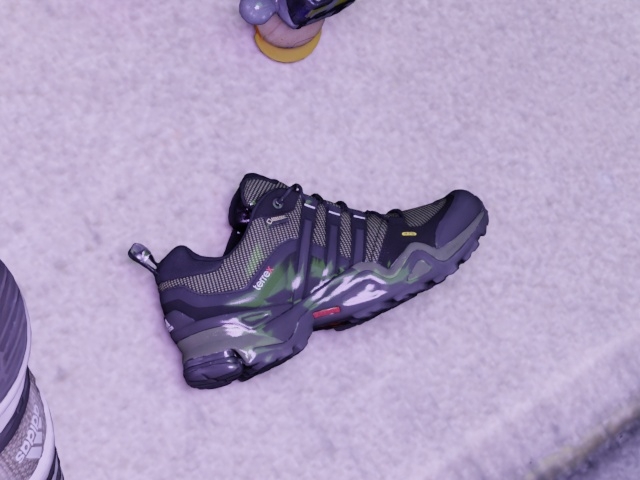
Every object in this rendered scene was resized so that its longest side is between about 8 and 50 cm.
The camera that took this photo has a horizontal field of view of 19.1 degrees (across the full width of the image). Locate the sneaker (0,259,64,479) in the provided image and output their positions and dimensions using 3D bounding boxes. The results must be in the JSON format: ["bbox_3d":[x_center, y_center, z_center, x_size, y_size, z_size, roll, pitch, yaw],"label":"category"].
[{"bbox_3d":[-0.330,0.079,0.931,0.447,0.257,0.169,15,57,16],"label":"sneaker"}]

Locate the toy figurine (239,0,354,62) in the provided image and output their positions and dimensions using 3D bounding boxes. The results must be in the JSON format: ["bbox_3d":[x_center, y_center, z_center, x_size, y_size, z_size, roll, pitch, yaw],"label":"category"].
[{"bbox_3d":[-0.048,-0.238,1.198,0.213,0.148,0.209,20,72,-17],"label":"toy figurine"}]

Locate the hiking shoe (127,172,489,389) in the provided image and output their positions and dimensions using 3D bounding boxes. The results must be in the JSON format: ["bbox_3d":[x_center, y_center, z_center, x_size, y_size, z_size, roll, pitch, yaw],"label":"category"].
[{"bbox_3d":[0.000,0.000,1.163,0.227,0.086,0.114,-25,87,-26],"label":"hiking shoe"}]
